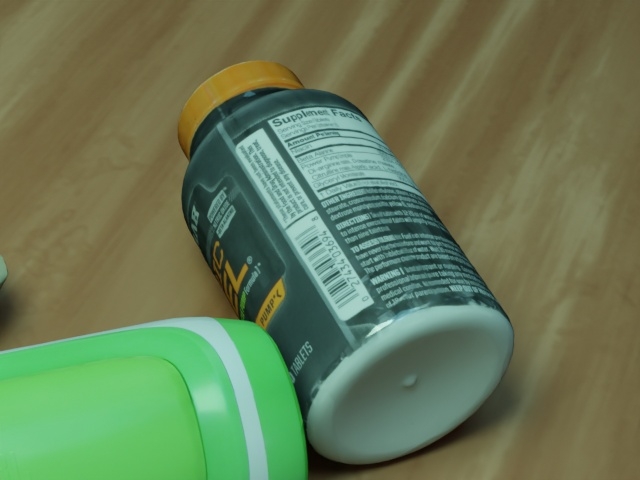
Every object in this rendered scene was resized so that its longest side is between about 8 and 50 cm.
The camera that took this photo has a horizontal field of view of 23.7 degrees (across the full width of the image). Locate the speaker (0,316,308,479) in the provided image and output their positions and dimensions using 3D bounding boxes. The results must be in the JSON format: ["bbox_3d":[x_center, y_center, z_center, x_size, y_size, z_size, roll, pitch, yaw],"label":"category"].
[{"bbox_3d":[-0.162,0.119,0.745,0.297,0.131,0.131,-10,48,-20],"label":"speaker"}]

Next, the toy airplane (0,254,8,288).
[{"bbox_3d":[-0.378,-0.046,0.733,0.386,0.272,0.384,48,30,-1],"label":"toy airplane"}]

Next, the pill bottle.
[{"bbox_3d":[0.000,0.000,0.892,0.130,0.130,0.245,-14,49,-23],"label":"pill bottle"}]
